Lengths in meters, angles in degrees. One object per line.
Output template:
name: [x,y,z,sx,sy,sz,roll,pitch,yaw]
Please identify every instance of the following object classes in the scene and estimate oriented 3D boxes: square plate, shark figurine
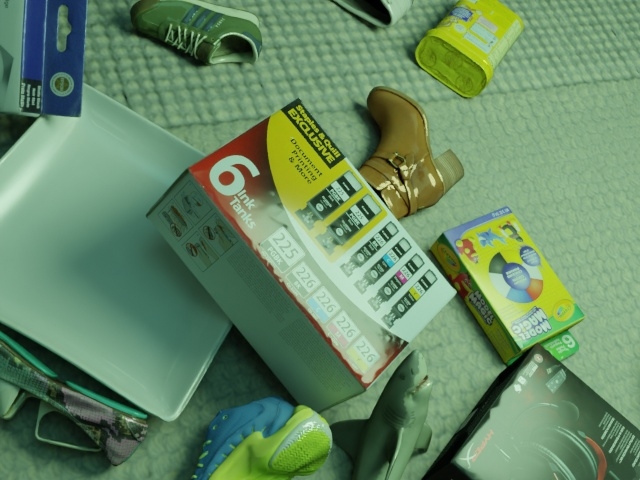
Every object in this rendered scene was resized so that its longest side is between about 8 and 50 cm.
square plate: [-0.245,0.003,1.079,0.347,0.049,0.344,30,54,0]
shark figurine: [0.038,0.261,1.017,0.116,0.166,0.278,21,70,24]

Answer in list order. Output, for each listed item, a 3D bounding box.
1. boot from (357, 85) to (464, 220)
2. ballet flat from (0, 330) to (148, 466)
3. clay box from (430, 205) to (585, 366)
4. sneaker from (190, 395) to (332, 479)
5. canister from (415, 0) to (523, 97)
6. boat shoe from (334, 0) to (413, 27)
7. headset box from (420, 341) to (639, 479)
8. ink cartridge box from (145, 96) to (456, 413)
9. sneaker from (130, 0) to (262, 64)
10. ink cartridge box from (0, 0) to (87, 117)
boot: [0.096,-0.125,1.274,0.152,0.073,0.197,-33,73,-29]
ballet flat: [-0.292,0.170,0.953,0.221,0.077,0.079,31,78,0]
clay box: [0.264,0.069,1.225,0.127,0.053,0.222,-21,68,-29]
sneaker: [-0.101,0.261,0.967,0.240,0.091,0.126,-37,34,-15]
canister: [0.246,-0.325,1.450,0.126,0.073,0.170,36,53,3]
boat shoe: [0.023,-0.432,1.425,0.267,0.096,0.088,38,50,-5]
headset box: [0.296,0.303,1.058,0.293,0.110,0.218,42,55,8]
ink cartridge box: [0.000,0.000,1.078,0.309,0.130,0.272,51,49,-2]
sneaker: [-0.172,-0.294,1.279,0.192,0.064,0.086,2,54,-23]
ink cartridge box: [-0.400,-0.266,1.082,0.224,0.045,0.223,4,96,1]
